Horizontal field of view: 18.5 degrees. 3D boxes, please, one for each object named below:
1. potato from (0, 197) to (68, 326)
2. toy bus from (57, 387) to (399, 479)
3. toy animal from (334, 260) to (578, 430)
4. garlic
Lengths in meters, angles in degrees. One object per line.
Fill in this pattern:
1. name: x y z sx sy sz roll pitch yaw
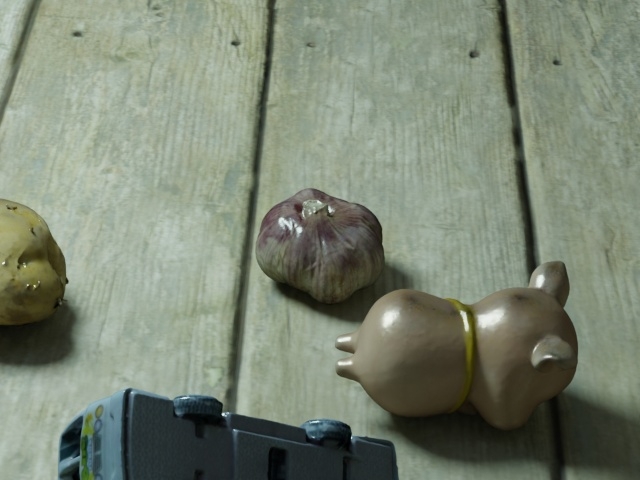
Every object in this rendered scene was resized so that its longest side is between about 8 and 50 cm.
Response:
1. potato: -0.367 0.012 2.121 0.161 0.128 0.235 -10 30 -28
2. toy bus: -0.079 0.207 1.710 0.136 0.109 0.329 -17 -25 42
3. toy animal: 0.139 0.114 2.006 0.248 0.149 0.165 -7 47 4
4. garlic: 0.000 0.000 2.197 0.147 0.102 0.159 -10 35 -22
